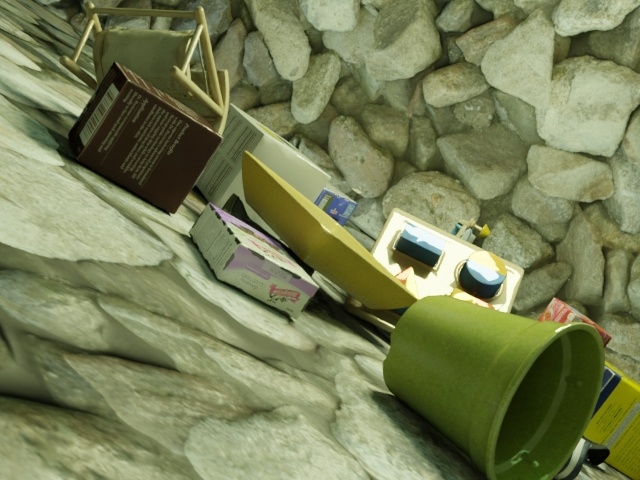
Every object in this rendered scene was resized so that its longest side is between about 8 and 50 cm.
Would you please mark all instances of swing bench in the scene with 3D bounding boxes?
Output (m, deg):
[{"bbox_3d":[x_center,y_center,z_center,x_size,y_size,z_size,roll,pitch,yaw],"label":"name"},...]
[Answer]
[{"bbox_3d":[-0.332,-0.321,1.871,0.253,0.165,0.254,7,-28,16],"label":"swing bench"}]

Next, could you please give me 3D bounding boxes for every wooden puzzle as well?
[{"bbox_3d":[0.251,0.087,1.984,0.322,0.080,0.348,26,46,5],"label":"wooden puzzle"}]

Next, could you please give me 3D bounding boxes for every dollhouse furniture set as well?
[{"bbox_3d":[0.403,0.095,2.665,0.198,0.303,0.286,35,7,6],"label":"dollhouse furniture set"}]

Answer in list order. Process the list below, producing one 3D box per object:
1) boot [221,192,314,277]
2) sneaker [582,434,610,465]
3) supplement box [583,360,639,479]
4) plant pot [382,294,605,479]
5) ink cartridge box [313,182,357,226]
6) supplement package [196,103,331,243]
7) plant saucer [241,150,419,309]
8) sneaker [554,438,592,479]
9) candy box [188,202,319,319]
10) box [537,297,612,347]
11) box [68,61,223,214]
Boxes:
[{"bbox_3d":[-0.105,0.003,1.817,0.208,0.076,0.189,28,20,-7],"label":"boot"},{"bbox_3d":[0.574,0.446,2.100,0.170,0.051,0.089,22,18,-47],"label":"sneaker"},{"bbox_3d":[0.745,0.446,2.331,0.356,0.195,0.194,33,7,-19],"label":"supplement box"},{"bbox_3d":[0.242,0.205,1.427,0.254,0.276,0.276,26,-1,41],"label":"plant pot"},{"bbox_3d":[-0.075,-0.135,2.609,0.395,0.151,0.270,36,7,22],"label":"ink cartridge box"},{"bbox_3d":[-0.147,-0.151,2.149,0.199,0.198,0.262,31,8,-31],"label":"supplement package"},{"bbox_3d":[0.000,0.000,1.833,0.333,0.081,0.333,36,6,-43],"label":"plant saucer"},{"bbox_3d":[0.400,0.346,1.741,0.153,0.099,0.282,29,14,-5],"label":"sneaker"},{"bbox_3d":[-0.113,0.033,1.568,0.165,0.070,0.196,31,7,-30],"label":"candy box"},{"bbox_3d":[0.561,0.286,2.287,0.123,0.257,0.128,31,7,-19],"label":"box"},{"bbox_3d":[-0.315,-0.184,1.688,0.203,0.168,0.167,32,7,-28],"label":"box"}]
